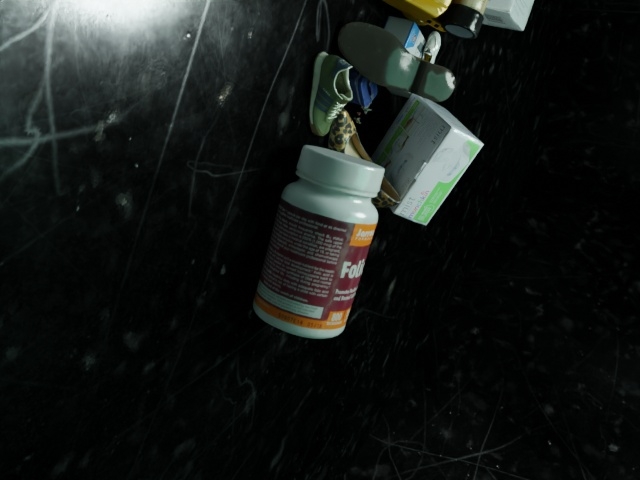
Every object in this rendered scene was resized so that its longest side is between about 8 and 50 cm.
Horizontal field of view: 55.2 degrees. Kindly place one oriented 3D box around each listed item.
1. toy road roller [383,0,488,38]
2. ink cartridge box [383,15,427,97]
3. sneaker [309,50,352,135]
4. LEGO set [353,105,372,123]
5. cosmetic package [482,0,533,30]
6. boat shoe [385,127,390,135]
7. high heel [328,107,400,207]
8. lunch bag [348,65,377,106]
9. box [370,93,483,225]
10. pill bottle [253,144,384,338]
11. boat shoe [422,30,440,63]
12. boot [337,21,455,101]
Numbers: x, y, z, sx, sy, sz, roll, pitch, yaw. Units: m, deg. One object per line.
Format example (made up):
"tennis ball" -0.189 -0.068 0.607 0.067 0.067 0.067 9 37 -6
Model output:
"toy road roller" 0.255 -0.626 1.479 0.329 0.240 0.203 18 95 -27
"ink cartridge box" 0.213 -0.471 1.595 0.190 0.082 0.140 19 93 -63
"sneaker" 0.028 -0.312 1.350 0.064 0.086 0.192 -39 142 -46
"LEGO set" 0.109 -0.341 1.569 0.083 0.023 0.054 -49 149 -9
"cosmetic package" 0.632 -0.908 1.982 0.217 0.156 0.385 -2 112 -61
"boat shoe" 0.278 -0.321 1.842 0.258 0.089 0.109 10 88 -59
"high heel" 0.117 -0.198 1.496 0.093 0.186 0.261 -48 148 -32
"lunch bag" 0.099 -0.373 1.465 0.067 0.065 0.098 -58 153 -21
"box" 0.259 -0.218 1.611 0.126 0.231 0.262 18 116 -31
"pill bottle" 0.000 0.000 1.380 0.224 0.224 0.392 -9 118 -61
"boat shoe" 0.283 -0.490 1.584 0.035 0.035 0.100 -31 141 -57
"boot" 0.162 -0.412 1.428 0.305 0.115 0.112 21 104 -24
